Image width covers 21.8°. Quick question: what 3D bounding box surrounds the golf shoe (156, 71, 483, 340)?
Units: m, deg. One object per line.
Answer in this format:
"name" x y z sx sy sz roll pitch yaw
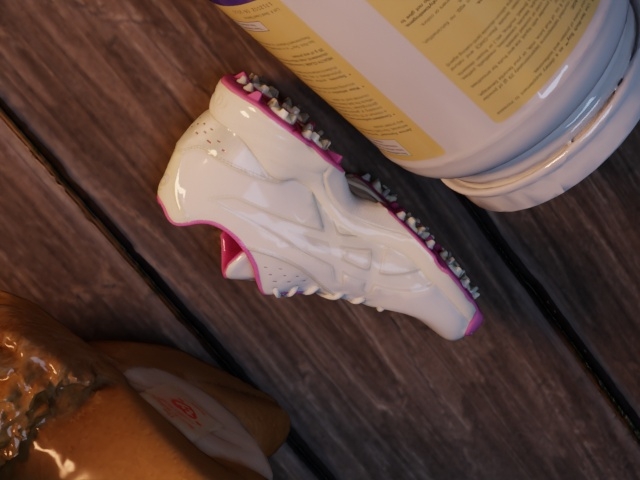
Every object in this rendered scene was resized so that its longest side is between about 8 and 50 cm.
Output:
"golf shoe" 0.000 0.000 1.333 0.306 0.115 0.140 40 96 -23

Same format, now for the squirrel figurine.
"squirrel figurine" -0.230 0.254 1.220 0.397 0.281 0.370 31 101 -27

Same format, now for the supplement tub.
"supplement tub" 0.076 -0.196 1.228 0.331 0.241 0.241 39 85 -30
